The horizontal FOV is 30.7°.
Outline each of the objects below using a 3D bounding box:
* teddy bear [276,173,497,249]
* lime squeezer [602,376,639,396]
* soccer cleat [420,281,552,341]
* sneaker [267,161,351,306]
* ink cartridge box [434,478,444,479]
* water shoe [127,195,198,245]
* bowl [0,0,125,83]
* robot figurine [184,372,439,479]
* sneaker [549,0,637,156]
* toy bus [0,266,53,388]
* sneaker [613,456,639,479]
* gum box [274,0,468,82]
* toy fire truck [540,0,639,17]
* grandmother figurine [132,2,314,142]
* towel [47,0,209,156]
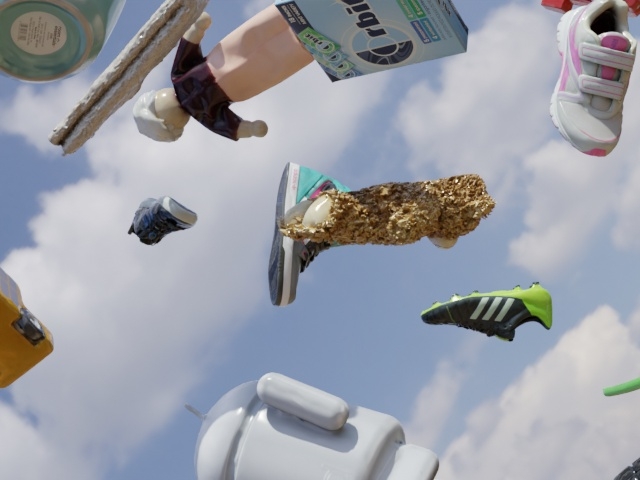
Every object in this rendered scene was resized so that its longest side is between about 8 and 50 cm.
[{"bbox_3d":[0.102,-0.030,1.807,0.338,0.245,0.113,-6,-93,-38],"label":"teddy bear"},{"bbox_3d":[0.422,0.107,1.372,0.059,0.110,0.310,-9,-47,-36],"label":"lime squeezer"},{"bbox_3d":[0.227,0.104,1.582,0.179,0.072,0.060,-9,-13,5],"label":"soccer cleat"},{"bbox_3d":[0.000,0.000,2.234,0.124,0.178,0.296,122,156,-63],"label":"sneaker"},{"bbox_3d":[0.166,0.564,2.046,0.384,0.279,0.160,17,-28,-40],"label":"ink cartridge box"},{"bbox_3d":[-0.265,-0.024,1.956,0.080,0.073,0.203,-61,20,-11],"label":"water shoe"},{"bbox_3d":[-0.474,-0.382,1.941,0.311,0.163,0.311,-6,-40,-5],"label":"bowl"},{"bbox_3d":[-0.021,0.306,1.576,0.200,0.353,0.300,-49,-34,-50],"label":"robot figurine"},{"bbox_3d":[0.395,-0.244,1.674,0.111,0.103,0.252,126,147,-66],"label":"sneaker"},{"bbox_3d":[-0.520,0.056,1.630,0.108,0.130,0.333,-39,-59,1],"label":"toy bus"},{"bbox_3d":[0.377,0.192,0.988,0.283,0.124,0.107,-45,22,28],"label":"sneaker"},{"bbox_3d":[0.063,-0.267,1.397,0.157,0.184,0.041,48,-138,-49],"label":"gum box"},{"bbox_3d":[0.422,-0.379,1.808,0.135,0.192,0.047,18,-87,-59],"label":"toy fire truck"},{"bbox_3d":[-0.147,-0.246,1.796,0.342,0.208,0.104,-26,-3,24],"label":"grandmother figurine"},{"bbox_3d":[-0.251,-0.234,1.573,0.282,0.049,0.187,-46,11,13],"label":"towel"}]
